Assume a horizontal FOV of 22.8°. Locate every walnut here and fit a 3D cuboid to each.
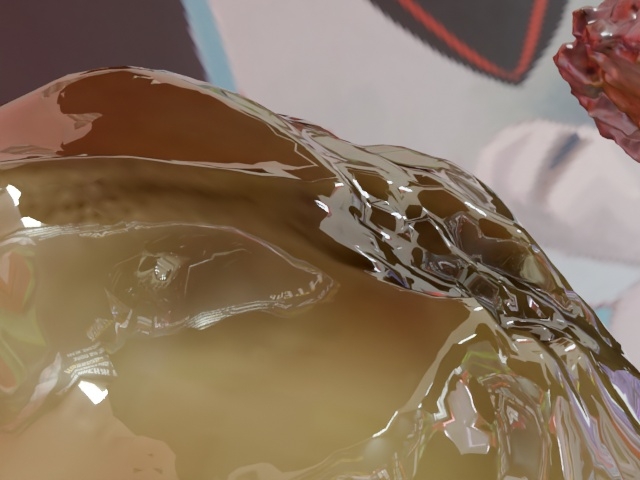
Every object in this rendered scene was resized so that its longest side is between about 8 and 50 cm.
[{"bbox_3d":[-0.058,0.143,0.463,0.384,0.383,0.383,-26,-21,-10],"label":"walnut"}]

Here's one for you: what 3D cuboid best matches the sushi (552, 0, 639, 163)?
[{"bbox_3d":[0.276,-0.089,0.883,0.171,0.270,0.236,-57,10,-14],"label":"sushi"}]
